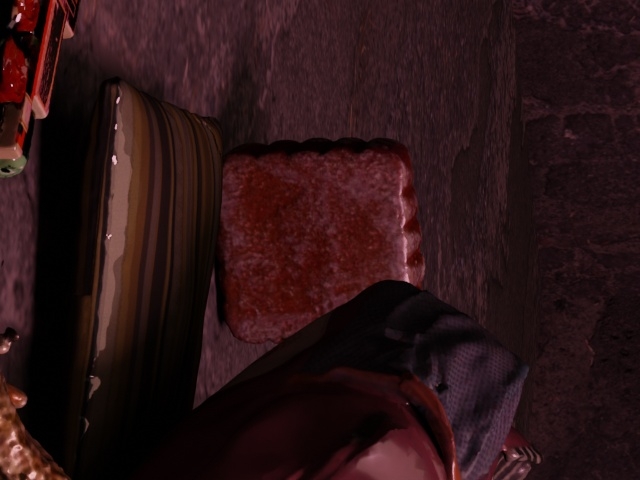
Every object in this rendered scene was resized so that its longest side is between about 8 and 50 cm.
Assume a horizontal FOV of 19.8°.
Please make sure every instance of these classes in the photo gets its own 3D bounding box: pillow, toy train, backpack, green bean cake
[{"bbox_3d":[-0.095,0.027,0.983,0.212,0.052,0.208,14,84,-81],"label":"pillow"},{"bbox_3d":[-0.139,-0.090,0.793,0.087,0.050,0.138,73,22,-63],"label":"toy train"},{"bbox_3d":[-0.026,0.187,0.919,0.283,0.197,0.317,-63,170,27],"label":"backpack"},{"bbox_3d":[0.000,0.000,1.217,0.056,0.135,0.135,-45,132,-74],"label":"green bean cake"}]

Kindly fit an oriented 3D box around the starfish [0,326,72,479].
[{"bbox_3d":[-0.136,0.048,0.682,0.050,0.138,0.247,-44,149,-10],"label":"starfish"}]
